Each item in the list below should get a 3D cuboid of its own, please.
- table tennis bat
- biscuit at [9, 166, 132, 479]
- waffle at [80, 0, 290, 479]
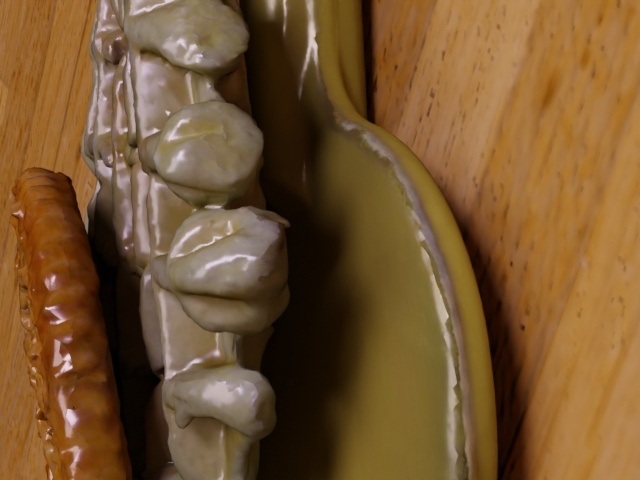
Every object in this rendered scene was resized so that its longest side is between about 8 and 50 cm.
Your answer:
[{"bbox_3d":[0.000,0.000,0.553,0.224,0.054,0.368,-24,69,62],"label":"table tennis bat"},{"bbox_3d":[-0.114,0.088,0.607,0.254,0.035,0.253,172,90,-77],"label":"biscuit"},{"bbox_3d":[-0.071,-0.012,0.592,0.291,0.056,0.309,106,154,-49],"label":"waffle"}]
